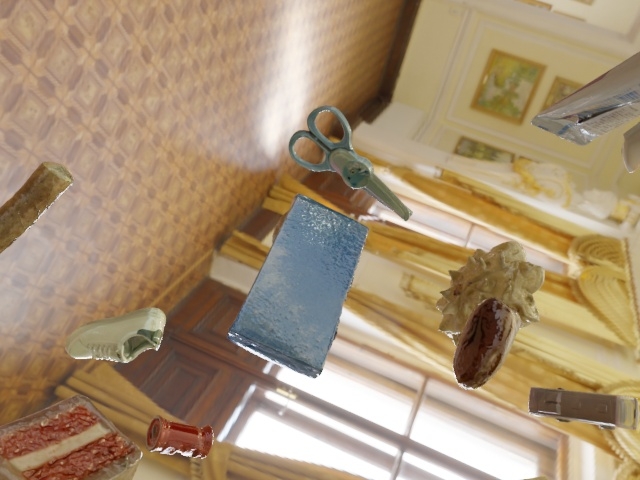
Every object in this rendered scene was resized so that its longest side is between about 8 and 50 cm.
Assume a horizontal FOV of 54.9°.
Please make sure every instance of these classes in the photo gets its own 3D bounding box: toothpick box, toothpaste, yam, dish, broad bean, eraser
[{"bbox_3d":[-0.188,0.267,0.833,0.047,0.083,0.047,-34,-135,42],"label":"toothpick box"},{"bbox_3d":[0.415,-0.204,0.772,0.299,0.114,0.073,-33,-130,54],"label":"toothpaste"},{"bbox_3d":[-0.522,-0.015,0.990,0.300,0.066,0.066,-44,166,-7],"label":"yam"},{"bbox_3d":[0.674,-0.213,1.242,0.151,0.077,0.212,-38,170,28],"label":"dish"},{"bbox_3d":[0.287,0.184,1.076,0.165,0.084,0.114,-59,176,-27],"label":"broad bean"},{"bbox_3d":[-0.024,0.058,0.947,0.311,0.144,0.042,-68,-175,-46],"label":"eraser"}]

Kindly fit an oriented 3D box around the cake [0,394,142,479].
[{"bbox_3d":[-0.540,0.482,1.203,0.230,0.237,0.309,-62,164,14],"label":"cake"}]

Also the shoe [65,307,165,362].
[{"bbox_3d":[-0.504,0.250,1.500,0.095,0.265,0.110,62,8,-45],"label":"shoe"}]

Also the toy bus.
[{"bbox_3d":[0.418,0.268,0.995,0.172,0.072,0.057,-10,-114,54],"label":"toy bus"}]

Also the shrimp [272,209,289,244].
[{"bbox_3d":[-0.011,-0.013,1.273,0.059,0.145,0.254,-39,-177,-43],"label":"shrimp"}]

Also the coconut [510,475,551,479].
[{"bbox_3d":[0.440,0.610,1.293,0.236,0.237,0.197,-61,180,-35],"label":"coconut"}]

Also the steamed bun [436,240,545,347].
[{"bbox_3d":[0.383,0.123,1.448,0.292,0.137,0.295,-59,-162,4],"label":"steamed bun"}]

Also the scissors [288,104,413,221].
[{"bbox_3d":[0.063,-0.123,1.099,0.125,0.256,0.030,-46,-175,31],"label":"scissors"}]
